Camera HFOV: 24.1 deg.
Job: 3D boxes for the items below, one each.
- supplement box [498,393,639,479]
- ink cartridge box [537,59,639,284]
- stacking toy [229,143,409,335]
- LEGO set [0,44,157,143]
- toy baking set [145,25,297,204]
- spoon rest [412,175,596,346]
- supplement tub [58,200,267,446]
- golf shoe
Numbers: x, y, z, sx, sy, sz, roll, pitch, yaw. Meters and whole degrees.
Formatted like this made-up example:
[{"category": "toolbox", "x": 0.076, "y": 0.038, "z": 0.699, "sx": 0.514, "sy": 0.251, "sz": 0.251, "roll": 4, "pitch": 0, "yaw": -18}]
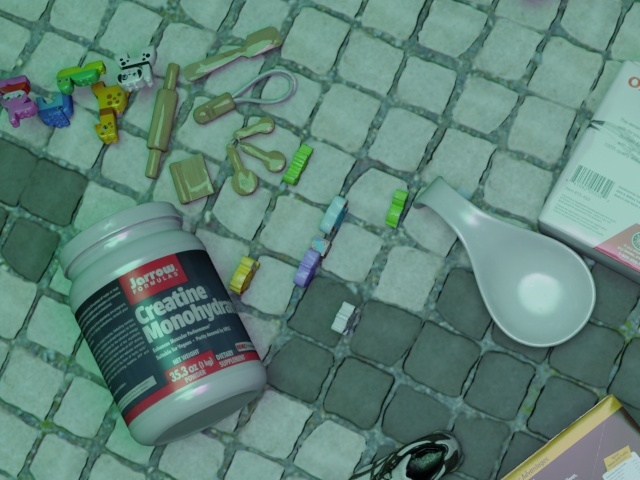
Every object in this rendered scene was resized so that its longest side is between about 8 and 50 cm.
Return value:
[{"category": "supplement box", "x": 0.340, "y": 0.323, "z": 1.833, "sx": 0.191, "sy": 0.129, "sz": 0.194, "roll": -38, "pitch": 77, "yaw": 1}, {"category": "ink cartridge box", "x": 0.406, "y": -0.083, "z": 1.910, "sx": 0.172, "sy": 0.100, "sz": 0.237, "roll": 29, "pitch": 86, "yaw": 12}, {"category": "stacking toy", "x": 0.000, "y": 0.000, "z": 1.982, "sx": 0.167, "sy": 0.052, "sz": 0.221, "roll": 24, "pitch": 84, "yaw": 12}, {"category": "LEGO set", "x": -0.319, "y": -0.181, "z": 2.042, "sx": 0.227, "sy": 0.087, "sz": 0.093, "roll": -13, "pitch": 63, "yaw": 6}, {"category": "toy baking set", "x": -0.135, "y": -0.170, "z": 2.047, "sx": 0.196, "sy": 0.030, "sz": 0.256, "roll": 6, "pitch": 81, "yaw": 7}, {"category": "spoon rest", "x": 0.230, "y": 0.021, "z": 1.927, "sx": 0.276, "sy": 0.084, "sz": 0.137, "roll": 43, "pitch": 89, "yaw": 14}, {"category": "supplement tub", "x": -0.204, "y": 0.107, "z": 1.923, "sx": 0.191, "sy": 0.191, "sz": 0.272, "roll": -28, "pitch": 77, "yaw": 3}, {"category": "golf shoe", "x": 0.088, "y": 0.303, "z": 1.894, "sx": 0.198, "sy": 0.094, "sz": 0.077, "roll": -38, "pitch": 78, "yaw": 2}]
